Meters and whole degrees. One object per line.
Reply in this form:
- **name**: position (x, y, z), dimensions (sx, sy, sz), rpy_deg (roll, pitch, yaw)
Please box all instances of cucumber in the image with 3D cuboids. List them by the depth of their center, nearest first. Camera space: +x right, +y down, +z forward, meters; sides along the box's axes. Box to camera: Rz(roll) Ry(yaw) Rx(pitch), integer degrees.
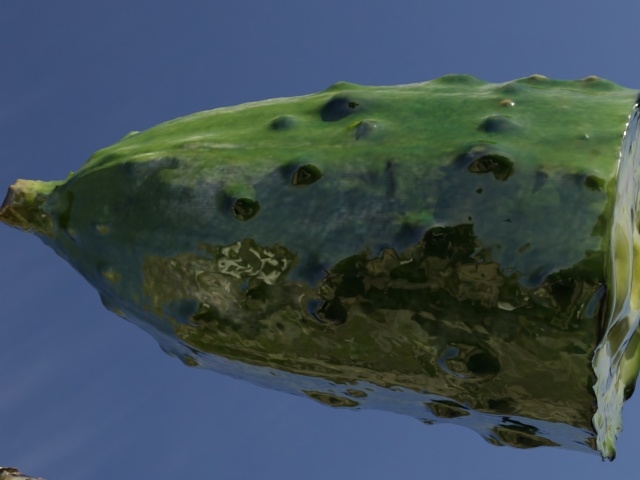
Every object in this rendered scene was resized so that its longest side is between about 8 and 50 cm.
- **cucumber**: position (0.000, 0.002, 0.638), dimensions (0.134, 0.244, 0.134), rpy_deg (8, -90, -76)

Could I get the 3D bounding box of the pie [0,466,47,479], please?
- **pie**: position (-0.114, 0.092, 0.500), dimensions (0.092, 0.034, 0.170), rpy_deg (-3, -21, -17)
